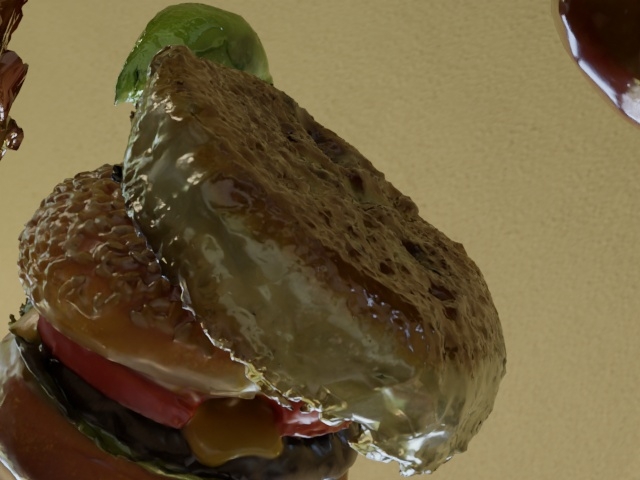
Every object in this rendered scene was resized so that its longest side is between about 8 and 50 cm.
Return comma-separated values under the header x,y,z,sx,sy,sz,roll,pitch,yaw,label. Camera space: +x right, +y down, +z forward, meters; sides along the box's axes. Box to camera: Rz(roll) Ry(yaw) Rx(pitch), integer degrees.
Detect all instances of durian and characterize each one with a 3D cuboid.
x,y,z,sx,sy,sz,roll,pitch,yaw,label
-0.137,-0.197,1.328,0.101,0.250,0.139,9,-87,27,durian

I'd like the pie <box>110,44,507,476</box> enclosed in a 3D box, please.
x,y,z,sx,sy,sz,roll,pitch,yaw,label
0.000,0.000,0.694,0.092,0.315,0.315,-45,-102,15,pie

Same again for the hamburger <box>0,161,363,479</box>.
x,y,z,sx,sy,sz,roll,pitch,yaw,label
-0.097,0.082,0.957,0.330,0.330,0.250,32,-72,22,hamburger

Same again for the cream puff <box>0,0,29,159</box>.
x,y,z,sx,sy,sz,roll,pitch,yaw,label
-0.260,-0.098,0.367,0.350,0.350,0.229,-48,-128,36,cream puff

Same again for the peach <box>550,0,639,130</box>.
x,y,z,sx,sy,sz,roll,pitch,yaw,label
0.263,-0.176,0.720,0.214,0.214,0.235,53,-32,8,peach
